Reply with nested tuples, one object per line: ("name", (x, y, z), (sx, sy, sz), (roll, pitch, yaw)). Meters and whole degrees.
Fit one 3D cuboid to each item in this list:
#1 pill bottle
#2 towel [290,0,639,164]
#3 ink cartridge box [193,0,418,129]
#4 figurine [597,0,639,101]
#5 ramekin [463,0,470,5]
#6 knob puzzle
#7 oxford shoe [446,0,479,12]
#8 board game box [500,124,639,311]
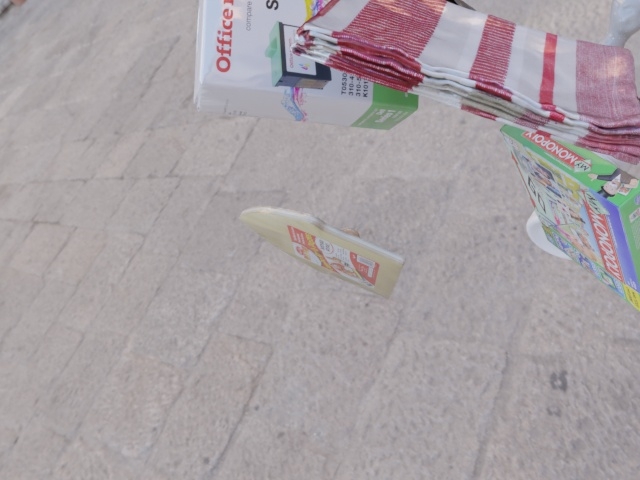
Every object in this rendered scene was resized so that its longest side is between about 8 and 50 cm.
("pill bottle", (0.527, -0.086, 1.154), (0.131, 0.131, 0.229), (16, 62, 48))
("towel", (0.160, -0.196, 0.583), (0.329, 0.037, 0.237), (19, 40, 7))
("ink cartridge box", (-0.019, -0.266, 0.747), (0.117, 0.278, 0.201), (170, 103, -76))
("figurine", (0.508, -0.277, 0.895), (0.092, 0.215, 0.209), (-61, -6, -49))
("ramekin", (0.246, -0.600, 1.441), (0.277, 0.277, 0.135), (24, 109, 50))
("knob puzzle", (0.000, 0.000, 0.645), (0.213, 0.213, 0.030), (10, 70, 46))
("oxford shoe", (0.145, -0.379, 0.885), (0.227, 0.096, 0.083), (33, 112, 20))
("board game box", (0.390, -0.033, 0.837), (0.046, 0.317, 0.213), (-41, 45, 4))
